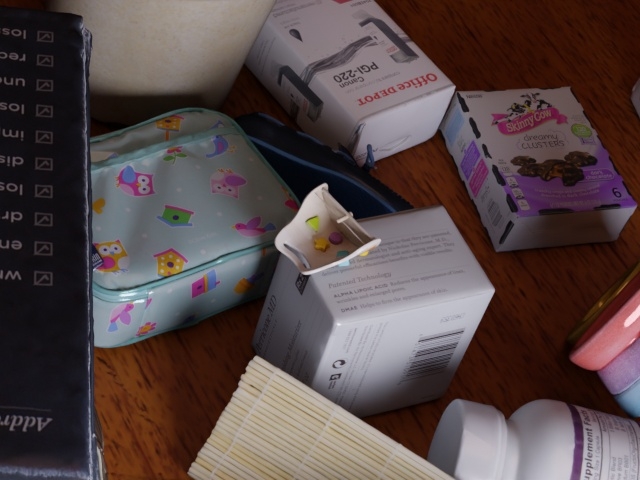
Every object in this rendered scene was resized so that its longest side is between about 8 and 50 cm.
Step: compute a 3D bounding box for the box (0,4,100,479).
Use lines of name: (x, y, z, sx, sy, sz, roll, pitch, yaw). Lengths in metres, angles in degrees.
box: (-0.428, 0.053, 1.189, 0.480, 0.297, 0.471, 6, 45, -15)

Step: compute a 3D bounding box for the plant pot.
plant pot: (-0.176, -0.297, 1.697, 0.334, 0.305, 0.333, 10, 48, -12)

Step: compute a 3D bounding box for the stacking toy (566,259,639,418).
stacking toy: (0.386, 0.057, 1.569, 0.130, 0.279, 0.309, 43, 11, 5)

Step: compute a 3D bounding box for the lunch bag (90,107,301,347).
lunch bag: (-0.174, -0.022, 1.594, 0.279, 0.108, 0.224, -18, 59, -31)

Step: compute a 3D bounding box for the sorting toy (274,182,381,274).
sorting toy: (0.000, 0.000, 1.441, 0.075, 0.045, 0.083, -29, 60, -26)

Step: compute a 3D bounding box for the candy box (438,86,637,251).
candy box: (0.253, -0.088, 1.828, 0.165, 0.070, 0.196, -6, 53, -24)

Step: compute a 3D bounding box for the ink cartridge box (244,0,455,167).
ink cartridge box: (0.028, -0.201, 1.834, 0.159, 0.092, 0.218, -24, 64, -34)

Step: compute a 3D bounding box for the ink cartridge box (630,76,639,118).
ink cartridge box: (0.503, -0.141, 1.877, 0.115, 0.198, 0.272, 0, 51, -20)

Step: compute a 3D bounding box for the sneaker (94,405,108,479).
sneaker: (-0.223, 0.184, 1.423, 0.066, 0.071, 0.188, -5, 53, -23)

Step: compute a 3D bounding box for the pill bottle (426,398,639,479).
pill bottle: (0.256, 0.246, 1.473, 0.302, 0.169, 0.169, 15, 47, -7)

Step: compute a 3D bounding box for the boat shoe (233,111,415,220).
boat shoe: (0.011, -0.077, 1.712, 0.258, 0.109, 0.089, 34, 44, 8)

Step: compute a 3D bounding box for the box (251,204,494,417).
box: (0.048, 0.077, 1.537, 0.182, 0.181, 0.119, -11, 52, -25)

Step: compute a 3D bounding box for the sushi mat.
sushi mat: (0.039, 0.243, 1.417, 0.317, 0.151, 0.019, 31, 22, 9)
